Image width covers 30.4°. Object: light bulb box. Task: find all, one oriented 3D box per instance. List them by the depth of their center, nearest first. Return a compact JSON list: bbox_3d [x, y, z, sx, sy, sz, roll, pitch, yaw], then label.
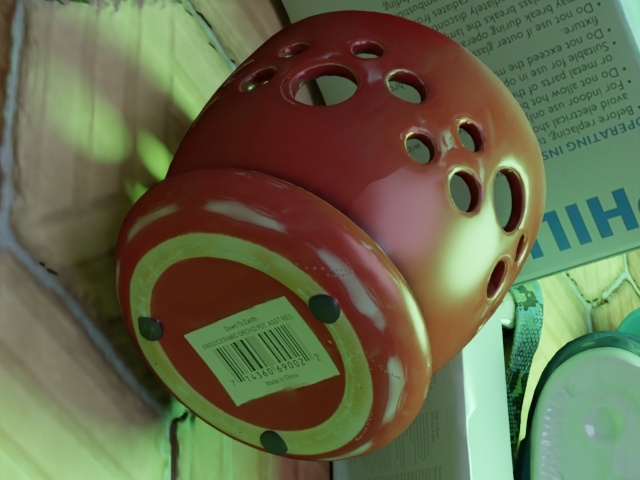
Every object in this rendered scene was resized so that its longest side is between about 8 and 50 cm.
[{"bbox_3d":[0.160,-0.189,0.888,0.358,0.225,0.361,-34,103,-56],"label":"light bulb box"}]

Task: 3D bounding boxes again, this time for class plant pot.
[{"bbox_3d":[0.000,0.000,0.607,0.191,0.191,0.174,60,41,-18],"label":"plant pot"}]

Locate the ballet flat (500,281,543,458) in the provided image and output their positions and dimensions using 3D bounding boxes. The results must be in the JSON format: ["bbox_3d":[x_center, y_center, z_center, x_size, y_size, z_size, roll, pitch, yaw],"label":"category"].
[{"bbox_3d":[0.119,0.083,0.850,0.070,0.070,0.188,48,39,-32],"label":"ballet flat"}]

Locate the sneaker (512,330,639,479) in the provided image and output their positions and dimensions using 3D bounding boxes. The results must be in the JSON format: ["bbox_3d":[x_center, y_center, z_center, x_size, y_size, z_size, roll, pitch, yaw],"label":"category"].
[{"bbox_3d":[0.188,0.223,0.825,0.236,0.130,0.322,13,86,-75],"label":"sneaker"}]

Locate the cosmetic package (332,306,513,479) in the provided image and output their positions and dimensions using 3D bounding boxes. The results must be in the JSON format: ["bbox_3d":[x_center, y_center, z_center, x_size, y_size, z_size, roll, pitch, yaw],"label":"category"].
[{"bbox_3d":[0.062,0.129,0.712,0.060,0.099,0.239,27,54,-46],"label":"cosmetic package"}]

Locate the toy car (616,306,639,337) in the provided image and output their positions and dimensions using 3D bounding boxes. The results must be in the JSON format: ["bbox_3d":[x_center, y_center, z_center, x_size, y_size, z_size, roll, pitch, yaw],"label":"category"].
[{"bbox_3d":[0.335,0.129,1.088,0.182,0.159,0.136,47,6,-32],"label":"toy car"}]
